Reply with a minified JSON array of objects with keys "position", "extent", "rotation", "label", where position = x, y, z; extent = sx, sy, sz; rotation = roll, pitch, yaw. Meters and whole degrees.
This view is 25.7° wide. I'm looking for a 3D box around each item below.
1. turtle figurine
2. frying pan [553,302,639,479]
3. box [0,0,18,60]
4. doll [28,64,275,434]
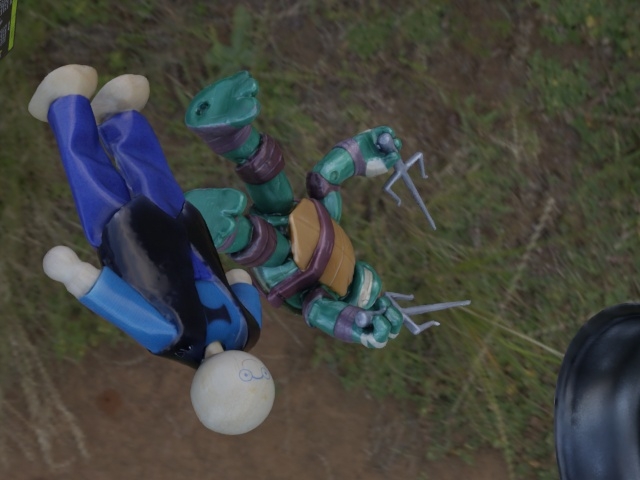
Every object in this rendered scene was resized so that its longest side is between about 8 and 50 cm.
[{"position":[0.000,0.000,0.901],"extent":[0.118,0.234,0.175],"rotation":[-29,51,23],"label":"turtle figurine"},{"position":[0.212,0.156,0.646],"extent":[0.053,0.197,0.326],"rotation":[-13,36,-25],"label":"frying pan"},{"position":[-0.281,-0.127,0.964],"extent":[0.045,0.191,0.184],"rotation":[37,67,0],"label":"box"},{"position":[-0.076,0.007,0.646],"extent":[0.046,0.129,0.189],"rotation":[-40,67,28],"label":"doll"}]
